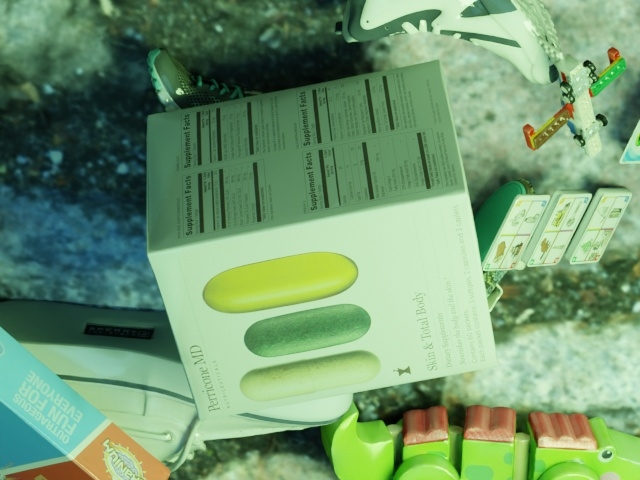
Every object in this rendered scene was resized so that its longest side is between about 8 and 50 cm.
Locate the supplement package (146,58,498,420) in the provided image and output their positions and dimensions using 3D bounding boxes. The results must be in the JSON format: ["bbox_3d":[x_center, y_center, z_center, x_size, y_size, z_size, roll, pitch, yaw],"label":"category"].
[{"bbox_3d":[0.000,0.000,1.666,0.263,0.198,0.199,-11,129,4],"label":"supplement package"}]

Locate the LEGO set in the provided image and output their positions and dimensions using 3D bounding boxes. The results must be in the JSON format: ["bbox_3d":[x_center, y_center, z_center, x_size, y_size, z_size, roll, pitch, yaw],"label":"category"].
[{"bbox_3d":[0.233,-0.090,1.721,0.182,0.060,0.244,-4,125,-47],"label":"LEGO set"}]

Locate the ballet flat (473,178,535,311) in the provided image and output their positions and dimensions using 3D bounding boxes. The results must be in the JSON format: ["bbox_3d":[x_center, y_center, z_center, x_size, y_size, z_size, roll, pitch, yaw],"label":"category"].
[{"bbox_3d":[0.154,0.024,1.809,0.070,0.070,0.188,33,112,-12],"label":"ballet flat"}]

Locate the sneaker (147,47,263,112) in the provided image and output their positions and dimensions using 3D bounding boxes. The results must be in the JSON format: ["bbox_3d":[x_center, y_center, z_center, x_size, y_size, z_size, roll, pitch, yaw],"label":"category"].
[{"bbox_3d":[-0.089,-0.120,1.749,0.076,0.065,0.166,-37,117,9],"label":"sneaker"}]

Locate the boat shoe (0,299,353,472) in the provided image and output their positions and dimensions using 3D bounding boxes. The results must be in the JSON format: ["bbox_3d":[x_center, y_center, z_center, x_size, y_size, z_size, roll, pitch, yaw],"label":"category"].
[{"bbox_3d":[-0.156,0.163,1.827,0.367,0.136,0.156,6,113,2],"label":"boat shoe"}]

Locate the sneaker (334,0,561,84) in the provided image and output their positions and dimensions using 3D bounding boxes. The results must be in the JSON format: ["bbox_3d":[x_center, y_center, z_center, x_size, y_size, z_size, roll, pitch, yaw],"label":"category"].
[{"bbox_3d":[0.094,-0.201,1.693,0.153,0.094,0.235,-33,118,24],"label":"sneaker"}]

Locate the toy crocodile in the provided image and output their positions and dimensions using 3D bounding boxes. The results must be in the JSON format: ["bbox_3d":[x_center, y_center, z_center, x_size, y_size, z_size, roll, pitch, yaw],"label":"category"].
[{"bbox_3d":[0.170,0.203,1.849,0.341,0.115,0.105,3,113,0],"label":"toy crocodile"}]

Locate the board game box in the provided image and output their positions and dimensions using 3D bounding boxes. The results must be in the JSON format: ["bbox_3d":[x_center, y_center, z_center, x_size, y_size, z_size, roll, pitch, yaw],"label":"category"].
[{"bbox_3d":[-0.328,0.215,1.820,0.242,0.064,0.316,42,134,-15],"label":"board game box"}]
